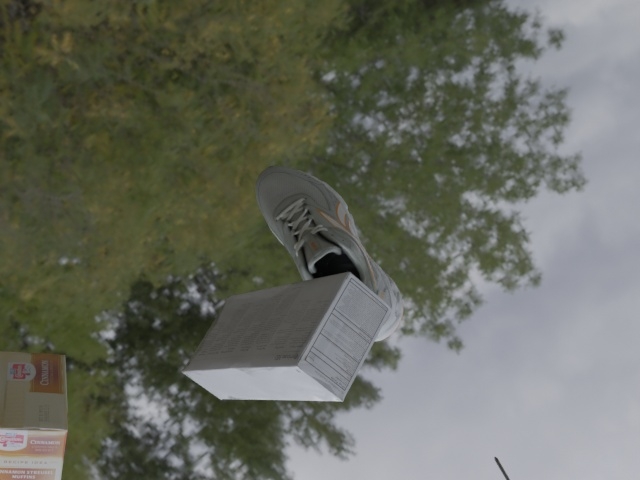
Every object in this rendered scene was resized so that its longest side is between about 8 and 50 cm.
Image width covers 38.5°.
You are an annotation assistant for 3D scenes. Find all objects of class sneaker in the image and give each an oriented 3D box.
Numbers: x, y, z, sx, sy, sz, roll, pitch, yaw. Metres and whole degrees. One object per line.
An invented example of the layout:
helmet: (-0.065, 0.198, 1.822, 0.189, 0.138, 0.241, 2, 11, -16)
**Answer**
sneaker: (0.000, 0.000, 1.097, 0.099, 0.262, 0.121, -42, 158, 6)

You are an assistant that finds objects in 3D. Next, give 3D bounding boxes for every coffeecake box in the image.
coffeecake box: (-0.284, 0.220, 0.870, 0.068, 0.185, 0.142, 6, -161, -18)

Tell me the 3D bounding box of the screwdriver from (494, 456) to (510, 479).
screwdriver: (0.249, 0.329, 1.070, 0.024, 0.170, 0.025, -33, 163, 12)

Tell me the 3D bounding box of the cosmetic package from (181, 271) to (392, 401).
cosmetic package: (-0.039, 0.097, 0.861, 0.239, 0.060, 0.099, -14, -142, 58)
